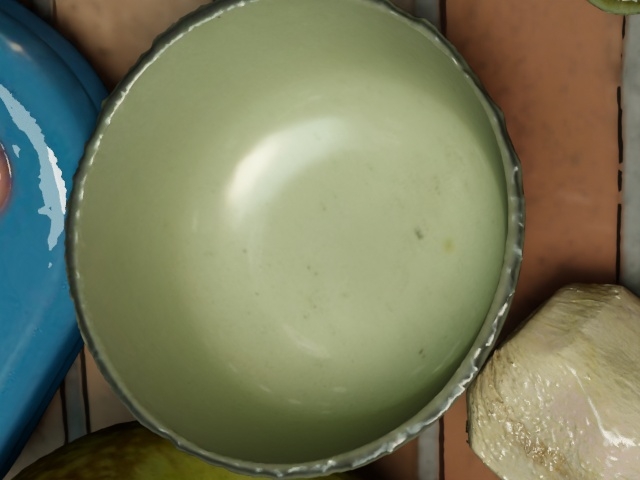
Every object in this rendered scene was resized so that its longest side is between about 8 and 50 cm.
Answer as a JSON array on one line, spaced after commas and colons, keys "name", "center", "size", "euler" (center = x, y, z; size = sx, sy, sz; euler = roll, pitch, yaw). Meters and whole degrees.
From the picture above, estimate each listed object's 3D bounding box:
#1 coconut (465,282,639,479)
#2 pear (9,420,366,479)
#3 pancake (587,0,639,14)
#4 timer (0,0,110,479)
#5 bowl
[{"name": "coconut", "center": [0.130, 0.086, 0.707], "size": [0.124, 0.110, 0.110], "euler": [45, 113, 9]}, {"name": "pear", "center": [-0.058, 0.225, 0.725], "size": [0.283, 0.283, 0.284], "euler": [5, 107, 17]}, {"name": "pancake", "center": [0.145, -0.148, 0.683], "size": [0.108, 0.017, 0.108], "euler": [4, 103, 18]}, {"name": "timer", "center": [-0.270, -0.023, 0.800], "size": [0.340, 0.115, 0.309], "euler": [35, 112, 6]}, {"name": "bowl", "center": [0.000, 0.000, 0.704], "size": [0.211, 0.112, 0.211], "euler": [-2, 83, 18]}]
